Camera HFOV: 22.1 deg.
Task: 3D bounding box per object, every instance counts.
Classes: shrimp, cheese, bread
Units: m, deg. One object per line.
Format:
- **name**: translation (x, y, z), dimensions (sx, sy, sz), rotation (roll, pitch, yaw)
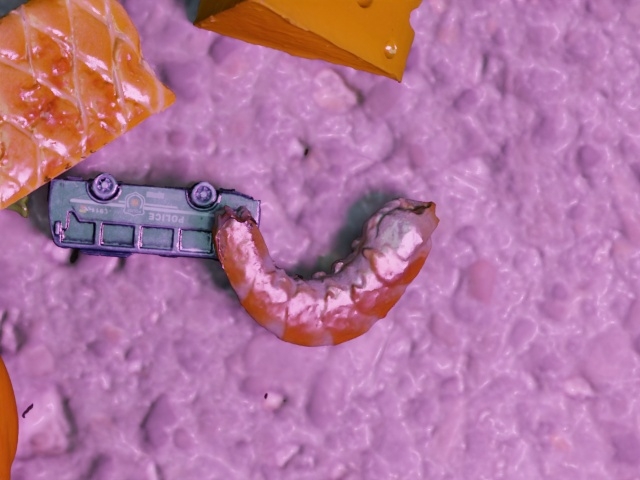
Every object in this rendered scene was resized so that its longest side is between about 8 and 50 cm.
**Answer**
- **shrimp**: translation (0.000, 0.000, 1.270), dimensions (0.166, 0.049, 0.161), rotation (40, 89, -24)
- **cheese**: translation (0.005, -0.193, 1.286), dimensions (0.171, 0.126, 0.093), rotation (18, 79, -25)
- **bread**: translation (-0.217, -0.111, 1.225), dimensions (0.188, 0.068, 0.125), rotation (-35, 101, -26)

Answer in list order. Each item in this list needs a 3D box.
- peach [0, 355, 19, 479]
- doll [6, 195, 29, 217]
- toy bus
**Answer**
- **peach**: translation (-0.369, 0.122, 1.116), dimensions (0.289, 0.289, 0.308), rotation (-45, 129, -6)
- **doll**: translation (-0.266, -0.068, 1.260), dimensions (0.115, 0.050, 0.190), rotation (26, 81, -14)
- **toy bus**: translation (-0.130, -0.017, 1.275), dimensions (0.165, 0.047, 0.065), rotation (4, 91, -8)
